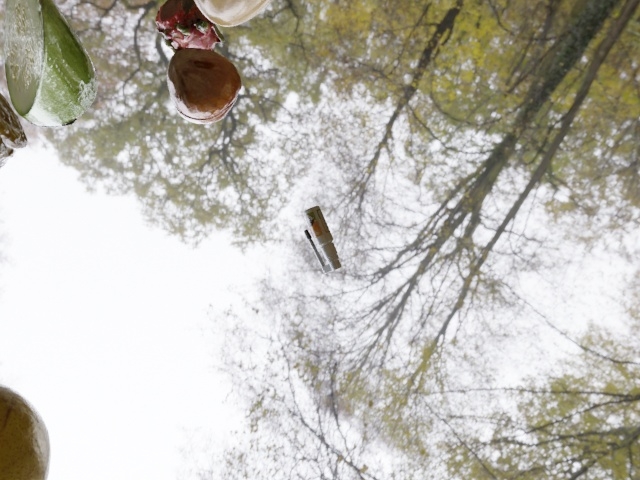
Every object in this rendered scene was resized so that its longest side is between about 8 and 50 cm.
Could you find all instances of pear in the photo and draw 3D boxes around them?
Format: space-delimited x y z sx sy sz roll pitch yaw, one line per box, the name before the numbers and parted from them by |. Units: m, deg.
pear | -0.404 0.253 0.591 0.209 0.208 0.208 10 -138 -9

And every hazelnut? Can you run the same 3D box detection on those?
hazelnut | -0.268 -0.360 1.267 0.182 0.182 0.182 10 -138 -9

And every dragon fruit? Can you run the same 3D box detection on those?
dragon fruit | -0.334 -0.549 1.445 0.167 0.160 0.172 36 -177 38

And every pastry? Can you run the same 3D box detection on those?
pastry | -0.766 -0.268 1.203 0.132 0.235 0.240 -33 -99 -5

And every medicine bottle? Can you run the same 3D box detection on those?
medicine bottle | 0.000 0.000 1.828 0.061 0.092 0.220 -19 -96 -52

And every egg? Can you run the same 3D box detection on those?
egg | -0.172 -0.555 1.098 0.201 0.244 0.201 20 -166 -5

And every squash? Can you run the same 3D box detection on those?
squash | -0.519 -0.331 0.967 0.190 0.260 0.189 0 -100 -1
